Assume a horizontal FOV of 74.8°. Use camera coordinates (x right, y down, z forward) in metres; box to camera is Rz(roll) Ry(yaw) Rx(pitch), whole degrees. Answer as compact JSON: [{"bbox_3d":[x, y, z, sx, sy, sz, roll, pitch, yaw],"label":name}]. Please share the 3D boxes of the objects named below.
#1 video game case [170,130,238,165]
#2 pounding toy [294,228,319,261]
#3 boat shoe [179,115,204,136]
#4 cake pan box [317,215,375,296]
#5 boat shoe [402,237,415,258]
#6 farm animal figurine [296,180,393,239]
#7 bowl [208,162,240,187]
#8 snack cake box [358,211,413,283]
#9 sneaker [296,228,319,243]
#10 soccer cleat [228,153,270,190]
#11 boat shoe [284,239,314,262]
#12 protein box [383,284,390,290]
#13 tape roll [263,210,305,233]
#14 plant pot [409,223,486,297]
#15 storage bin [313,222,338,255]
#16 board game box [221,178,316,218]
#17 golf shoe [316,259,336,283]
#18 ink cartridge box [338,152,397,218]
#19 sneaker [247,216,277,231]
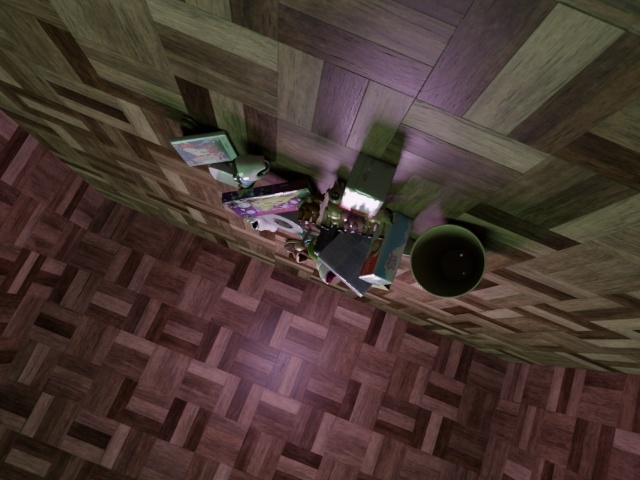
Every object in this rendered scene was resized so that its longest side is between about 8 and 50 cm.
[{"bbox_3d":[-0.428,-0.341,1.567,0.201,0.023,0.183,-7,162,2],"label":"video game case"},{"bbox_3d":[0.000,0.000,2.122,0.237,0.183,0.110,20,140,21],"label":"pounding toy"},{"bbox_3d":[-0.475,-0.381,1.572,0.073,0.073,0.207,22,164,16],"label":"boat shoe"},{"bbox_3d":[0.156,0.064,1.773,0.267,0.245,0.070,41,166,7],"label":"cake pan box"},{"bbox_3d":[0.396,0.044,1.806,0.228,0.081,0.068,18,161,4],"label":"boat shoe"},{"bbox_3d":[0.085,-0.119,1.539,0.330,0.172,0.327,13,179,-7],"label":"farm animal figurine"},{"bbox_3d":[-0.403,-0.292,1.819,0.142,0.053,0.142,21,165,4],"label":"bowl"},{"bbox_3d":[0.252,0.035,1.617,0.089,0.264,0.152,25,165,-13],"label":"snack cake box"},{"bbox_3d":[-0.080,-0.020,2.275,0.167,0.076,0.065,15,163,25],"label":"sneaker"},{"bbox_3d":[-0.262,-0.260,1.621,0.143,0.116,0.331,-15,-177,-5],"label":"soccer cleat"},{"bbox_3d":[-0.121,0.077,2.581,0.342,0.123,0.123,6,158,46],"label":"boat shoe"},{"bbox_3d":[0.274,0.160,2.286,0.200,0.136,0.201,11,161,34],"label":"protein box"},{"bbox_3d":[-0.176,-0.115,2.085,0.219,0.072,0.219,21,166,5],"label":"tape roll"},{"bbox_3d":[0.491,0.085,1.563,0.257,0.256,0.274,15,180,26],"label":"plant pot"},{"bbox_3d":[0.056,0.001,1.945,0.084,0.180,0.122,8,159,40],"label":"storage bin"},{"bbox_3d":[-0.194,-0.163,1.686,0.347,0.056,0.208,-8,167,12],"label":"board game box"},{"bbox_3d":[0.122,0.100,1.995,0.306,0.140,0.115,-34,129,21],"label":"golf shoe"},{"bbox_3d":[0.145,-0.168,1.323,0.127,0.128,0.176,21,166,1],"label":"ink cartridge box"},{"bbox_3d":[-0.314,-0.105,2.208,0.111,0.129,0.297,13,164,24],"label":"sneaker"}]
